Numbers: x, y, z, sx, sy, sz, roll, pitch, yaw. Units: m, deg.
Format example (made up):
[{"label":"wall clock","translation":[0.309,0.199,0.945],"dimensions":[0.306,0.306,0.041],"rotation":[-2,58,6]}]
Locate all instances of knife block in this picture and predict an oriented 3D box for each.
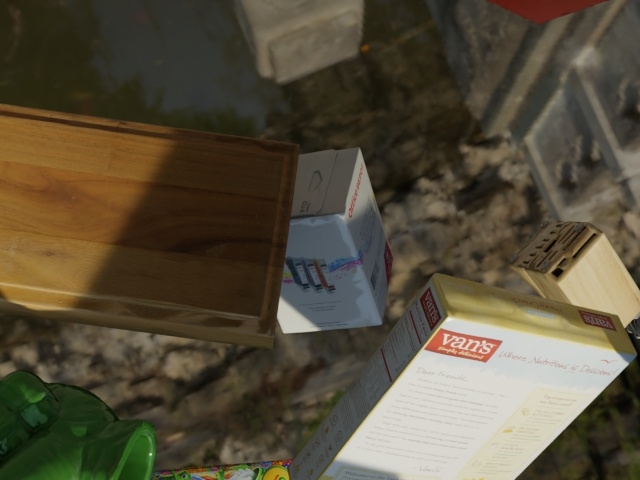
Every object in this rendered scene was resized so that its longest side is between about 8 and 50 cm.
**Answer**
[{"label":"knife block","translation":[0.379,0.083,1.520],"dimensions":[0.088,0.242,0.276],"rotation":[-49,-176,-2]}]

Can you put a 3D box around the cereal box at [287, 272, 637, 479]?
[{"label":"cereal box","translation":[0.103,0.132,0.871],"dimensions":[0.173,0.047,0.240],"rotation":[13,130,-27]}]

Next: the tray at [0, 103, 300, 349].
[{"label":"tray","translation":[-0.237,-0.022,1.141],"dimensions":[0.411,0.202,0.076],"rotation":[8,164,-2]}]

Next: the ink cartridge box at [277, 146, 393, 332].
[{"label":"ink cartridge box","translation":[0.000,0.000,1.326],"dimensions":[0.127,0.176,0.128],"rotation":[-5,-142,17]}]

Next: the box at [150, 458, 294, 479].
[{"label":"box","translation":[-0.133,0.400,1.209],"dimensions":[0.279,0.289,0.177],"rotation":[-5,159,-1]}]

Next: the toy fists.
[{"label":"toy fists","translation":[-0.214,0.208,0.714],"dimensions":[0.142,0.279,0.096],"rotation":[10,145,11]}]

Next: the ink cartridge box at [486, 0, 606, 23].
[{"label":"ink cartridge box","translation":[0.312,-0.208,0.925],"dimensions":[0.385,0.091,0.308],"rotation":[-9,176,31]}]
